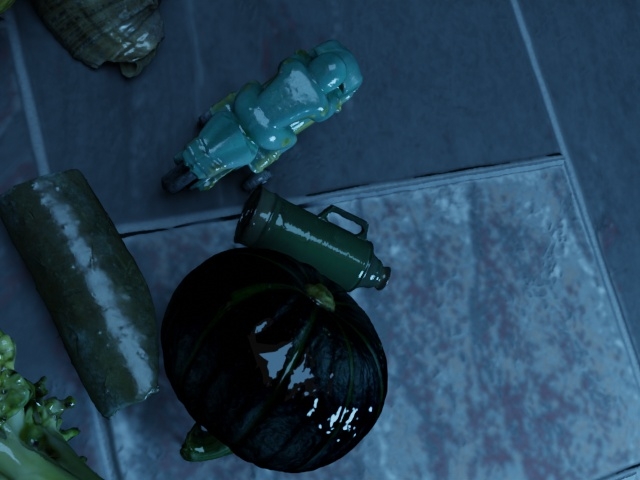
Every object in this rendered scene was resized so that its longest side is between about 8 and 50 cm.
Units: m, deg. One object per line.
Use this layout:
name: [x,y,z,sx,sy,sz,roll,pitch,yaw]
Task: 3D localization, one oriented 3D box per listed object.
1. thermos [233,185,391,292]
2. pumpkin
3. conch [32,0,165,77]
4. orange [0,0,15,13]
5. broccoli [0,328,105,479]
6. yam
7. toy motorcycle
thermos: [-0.002,0.003,1.052,0.187,0.073,0.083,26,73,-16]
pumpkin: [-0.062,0.142,0.921,0.248,0.248,0.248,7,72,-22]
conch: [-0.245,-0.311,1.027,0.178,0.163,0.245,-3,93,8]
orange: [-0.417,-0.305,0.883,0.271,0.210,0.368,37,64,23]
broccoli: [-0.258,0.205,0.769,0.247,0.243,0.263,10,92,-61]
yam: [-0.237,0.048,0.918,0.106,0.106,0.259,-27,86,-28]
toy motorcycle: [-0.047,-0.142,1.009,0.296,0.198,0.109,-39,97,-27]
